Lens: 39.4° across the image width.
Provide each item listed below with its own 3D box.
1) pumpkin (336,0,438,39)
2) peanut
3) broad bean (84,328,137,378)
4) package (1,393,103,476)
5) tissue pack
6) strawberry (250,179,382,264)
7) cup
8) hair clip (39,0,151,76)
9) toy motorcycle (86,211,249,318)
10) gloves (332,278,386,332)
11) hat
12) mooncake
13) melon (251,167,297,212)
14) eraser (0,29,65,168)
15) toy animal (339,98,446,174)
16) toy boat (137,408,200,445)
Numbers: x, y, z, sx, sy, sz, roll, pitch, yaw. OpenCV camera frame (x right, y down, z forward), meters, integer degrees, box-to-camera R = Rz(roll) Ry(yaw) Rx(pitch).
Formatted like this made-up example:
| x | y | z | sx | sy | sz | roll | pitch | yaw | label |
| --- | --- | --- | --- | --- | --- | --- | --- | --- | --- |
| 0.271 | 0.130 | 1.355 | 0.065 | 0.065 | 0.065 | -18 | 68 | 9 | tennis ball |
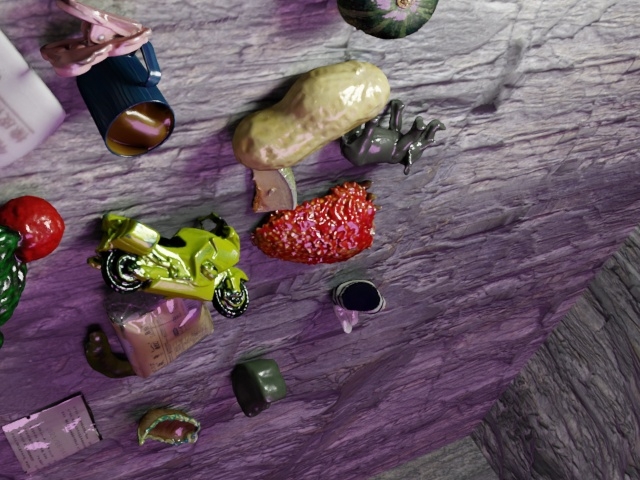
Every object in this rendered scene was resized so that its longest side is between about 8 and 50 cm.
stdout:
| x | y | z | sx | sy | sz | roll | pitch | yaw | label |
| --- | --- | --- | --- | --- | --- | --- | --- | --- | --- |
| 0.111 | -0.424 | 1.482 | 0.190 | 0.146 | 0.190 | -5 | 116 | -10 | pumpkin |
| -0.022 | -0.237 | 1.660 | 0.319 | 0.147 | 0.147 | -27 | 151 | 0 | peanut |
| -0.455 | 0.262 | 2.065 | 0.144 | 0.049 | 0.292 | -50 | 150 | 15 | broad bean |
| -0.646 | 0.485 | 2.194 | 0.204 | 0.062 | 0.251 | -25 | 146 | -18 | package |
| -0.338 | 0.169 | 1.939 | 0.215 | 0.123 | 0.257 | -32 | 149 | -18 | tissue pack |
| 0.000 | 0.000 | 2.031 | 0.306 | 0.138 | 0.233 | -23 | 151 | -20 | strawberry |
| -0.291 | -0.227 | 1.387 | 0.150 | 0.138 | 0.113 | -37 | 151 | 7 | cup |
| -0.327 | -0.285 | 1.301 | 0.138 | 0.123 | 0.102 | 8 | 111 | -45 | hair clip |
| -0.277 | 0.029 | 1.762 | 0.342 | 0.206 | 0.142 | 16 | 146 | -37 | toy motorcycle |
| 0.096 | 0.163 | 2.408 | 0.140 | 0.131 | 0.218 | -31 | -178 | -8 | gloves |
| -0.560 | 0.055 | 1.472 | 0.332 | 0.242 | 0.274 | -34 | 167 | -27 | hat |
| -0.164 | 0.405 | 2.446 | 0.104 | 0.175 | 0.168 | -7 | 100 | -34 | mooncake |
| -0.097 | -0.126 | 1.846 | 0.098 | 0.054 | 0.182 | -11 | 146 | -9 | melon |
| -0.496 | -0.216 | 1.251 | 0.174 | 0.095 | 0.270 | -34 | 152 | -5 | eraser |
| 0.147 | -0.221 | 1.888 | 0.245 | 0.114 | 0.146 | 4 | 131 | -17 | toy animal |
| -0.426 | 0.506 | 2.412 | 0.108 | 0.099 | 0.293 | -39 | 158 | 10 | toy boat |
